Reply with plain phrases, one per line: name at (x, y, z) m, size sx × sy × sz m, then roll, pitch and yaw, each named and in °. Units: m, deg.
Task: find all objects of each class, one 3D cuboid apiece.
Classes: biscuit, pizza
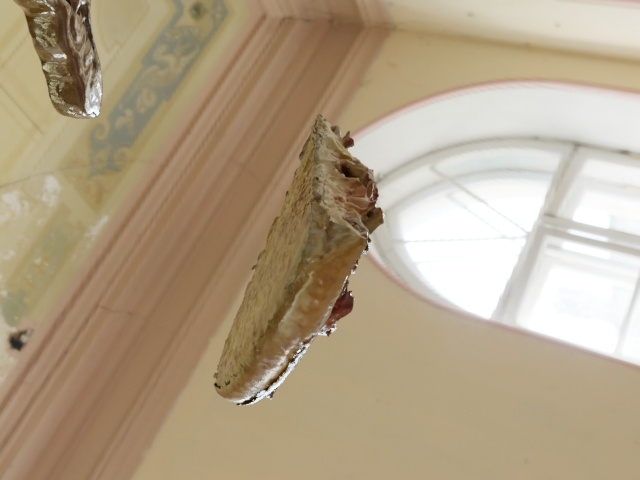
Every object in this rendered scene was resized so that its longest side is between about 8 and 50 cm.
biscuit at (-0.215, -0.241, 0.675) m, size 0.183 × 0.047 × 0.320 m, roll -85°, pitch -7°, yaw -62°
pizza at (0.000, 0.000, 0.501) m, size 0.201 × 0.053 × 0.193 m, roll 128°, pitch 161°, yaw -61°
